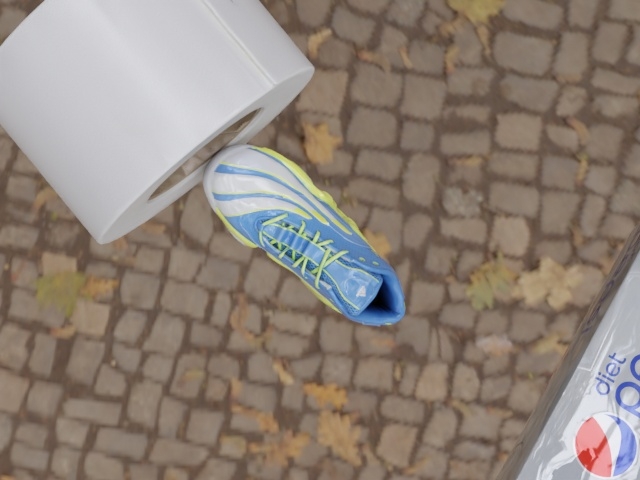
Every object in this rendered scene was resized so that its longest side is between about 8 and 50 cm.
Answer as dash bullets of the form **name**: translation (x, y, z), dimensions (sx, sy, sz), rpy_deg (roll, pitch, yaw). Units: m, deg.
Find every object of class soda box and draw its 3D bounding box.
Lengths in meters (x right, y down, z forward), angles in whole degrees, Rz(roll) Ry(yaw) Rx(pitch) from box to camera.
- **soda box**: translation (0.223, 0.114, 1.012), dimensions (0.091, 0.098, 0.286), rpy_deg (30, 77, 4)

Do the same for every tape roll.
- **tape roll**: translation (-0.150, -0.136, 1.173), dimensions (0.246, 0.246, 0.169), rpy_deg (-40, 89, 11)

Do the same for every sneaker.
- **sneaker**: translation (0.000, 0.000, 1.251), dimensions (0.240, 0.126, 0.091), rpy_deg (38, 87, -33)
